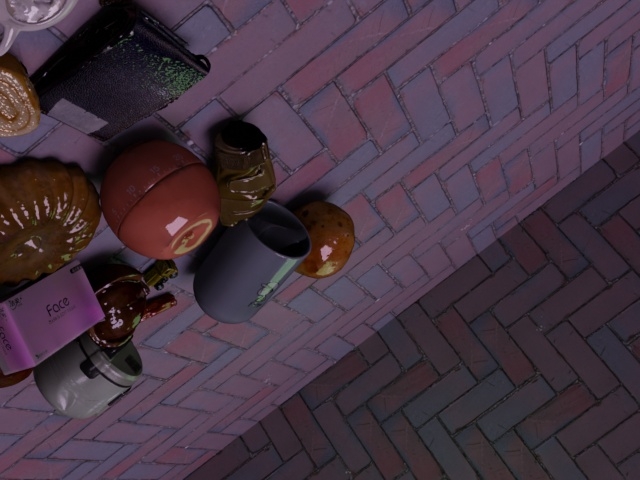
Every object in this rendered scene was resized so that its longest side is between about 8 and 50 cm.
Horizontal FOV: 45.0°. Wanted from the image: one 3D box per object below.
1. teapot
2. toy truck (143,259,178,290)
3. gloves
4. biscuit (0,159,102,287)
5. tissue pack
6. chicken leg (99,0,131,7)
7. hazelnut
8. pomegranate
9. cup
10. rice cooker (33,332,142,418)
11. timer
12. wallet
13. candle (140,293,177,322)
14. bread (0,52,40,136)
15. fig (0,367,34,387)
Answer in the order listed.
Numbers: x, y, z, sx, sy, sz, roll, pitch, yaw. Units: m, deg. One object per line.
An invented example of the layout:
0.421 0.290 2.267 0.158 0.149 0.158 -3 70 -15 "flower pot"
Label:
-0.415 -0.358 1.093 0.226 0.092 0.145 -47 151 25 "teapot"
-0.401 0.081 1.945 0.083 0.049 0.054 -41 154 14 "toy truck"
-0.183 -0.125 1.747 0.154 0.141 0.331 -26 154 -23 "gloves"
-0.576 -0.016 1.492 0.326 0.107 0.326 -25 154 -14 "biscuit"
-0.573 0.156 1.603 0.092 0.148 0.246 -17 -168 23 "tissue pack"
-0.314 -0.393 1.246 0.083 0.021 0.036 -29 164 2 "chicken leg"
-0.490 0.146 1.799 0.170 0.160 0.201 -60 177 -40 "hazelnut"
0.000 0.000 2.120 0.215 0.215 0.215 -29 155 -15 "pomegranate"
-0.187 0.066 2.006 0.205 0.205 0.312 -4 142 -49 "cup"
-0.572 0.311 1.936 0.244 0.226 0.226 -41 155 6 "rice cooker"
-0.320 -0.082 1.545 0.229 0.215 0.229 -37 164 -13 "timer"
-0.351 -0.283 1.340 0.262 0.071 0.221 -33 159 15 "wallet"
-0.458 0.183 2.054 0.162 0.048 0.053 -26 -163 -36 "candle"
-0.512 -0.231 1.205 0.122 0.073 0.149 -17 144 -7 "bread"
-0.705 0.223 1.650 0.205 0.205 0.205 -29 155 -15 "fig"
